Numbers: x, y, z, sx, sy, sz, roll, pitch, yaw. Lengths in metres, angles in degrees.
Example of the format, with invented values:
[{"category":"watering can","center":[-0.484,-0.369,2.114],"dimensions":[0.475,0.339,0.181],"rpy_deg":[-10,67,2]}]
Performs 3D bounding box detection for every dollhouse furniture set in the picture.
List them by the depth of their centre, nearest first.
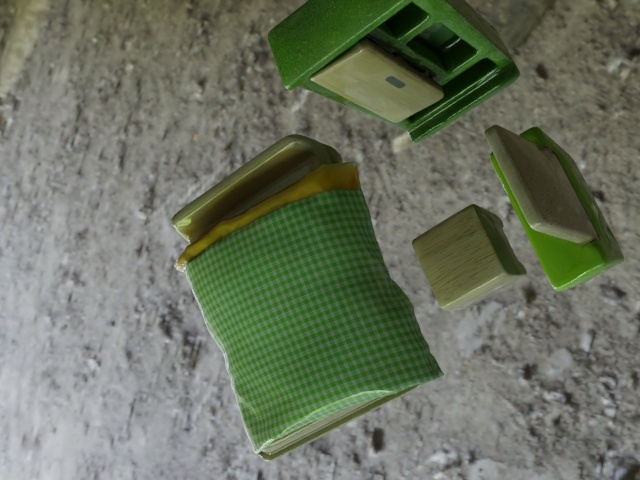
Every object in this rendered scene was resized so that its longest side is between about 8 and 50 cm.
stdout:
[{"category":"dollhouse furniture set","center":[0.000,0.000,0.592],"dimensions":[0.302,0.151,0.197],"rpy_deg":[-33,66,26]}]
